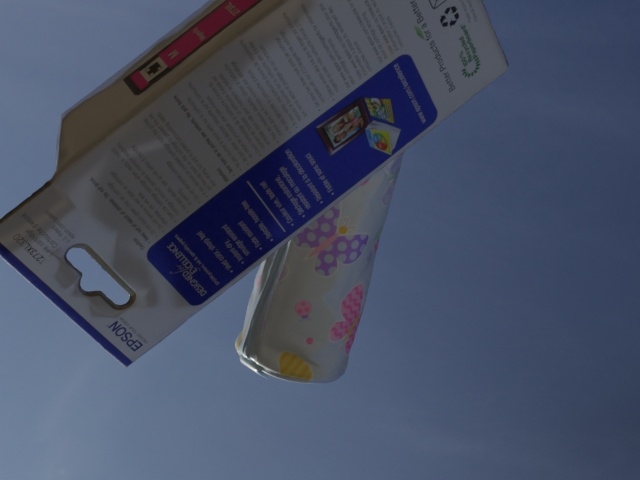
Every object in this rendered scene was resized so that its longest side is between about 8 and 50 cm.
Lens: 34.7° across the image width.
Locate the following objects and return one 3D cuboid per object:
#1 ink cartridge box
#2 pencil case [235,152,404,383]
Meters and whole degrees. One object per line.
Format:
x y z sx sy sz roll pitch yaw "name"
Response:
-0.045 -0.081 0.724 0.371 0.175 0.069 -40 -134 -4 "ink cartridge box"
0.000 0.000 0.975 0.113 0.124 0.273 22 -72 27 "pencil case"
